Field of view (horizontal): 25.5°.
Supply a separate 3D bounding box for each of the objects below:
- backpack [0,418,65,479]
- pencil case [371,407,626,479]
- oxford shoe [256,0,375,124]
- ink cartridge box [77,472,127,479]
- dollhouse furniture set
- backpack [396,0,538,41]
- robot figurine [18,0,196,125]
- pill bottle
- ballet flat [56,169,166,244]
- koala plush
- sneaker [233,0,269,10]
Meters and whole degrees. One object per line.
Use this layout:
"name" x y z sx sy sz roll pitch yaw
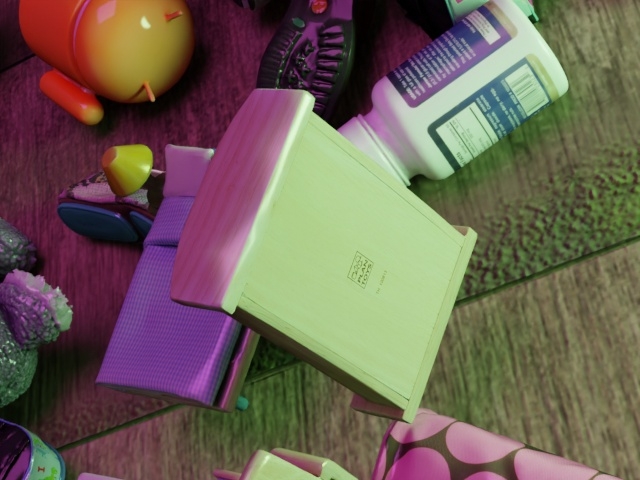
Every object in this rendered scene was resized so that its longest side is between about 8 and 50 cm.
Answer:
"backpack" -0.253 0.203 1.109 0.105 0.084 0.114 15 72 39
"pencil case" 0.126 0.177 0.882 0.209 0.095 0.098 16 86 42
"oxford shoe" 0.008 -0.172 1.233 0.082 0.096 0.227 14 83 25
"ink cartridge box" -0.111 0.235 1.009 0.180 0.060 0.104 4 59 35
"dollhouse furniture set" -0.101 0.046 0.944 0.303 0.198 0.286 6 69 42
"backpack" 0.104 -0.263 1.156 0.144 0.188 0.166 -35 45 5
"robot figurine" -0.205 -0.205 1.360 0.158 0.128 0.219 -39 42 -19
"pill bottle" 0.100 -0.107 1.107 0.169 0.094 0.094 -35 45 5
"ballet flat" -0.141 -0.026 1.223 0.221 0.077 0.079 16 59 43
"koala plush" -0.322 0.068 1.201 0.196 0.203 0.221 -47 57 -5
"sneaker" -0.072 -0.333 1.393 0.146 0.122 0.330 -28 43 -12
